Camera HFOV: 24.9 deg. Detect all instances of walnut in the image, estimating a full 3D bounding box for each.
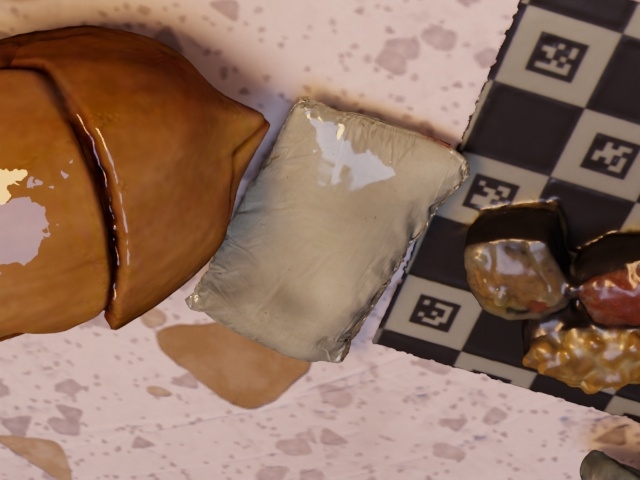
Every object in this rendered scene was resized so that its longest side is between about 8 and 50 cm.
[{"bbox_3d":[-0.178,-0.041,0.924,0.298,0.203,0.203,-19,128,2],"label":"walnut"}]

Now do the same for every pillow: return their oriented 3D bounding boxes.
[{"bbox_3d":[0.000,0.000,1.020,0.128,0.051,0.229,23,130,-11],"label":"pillow"}]

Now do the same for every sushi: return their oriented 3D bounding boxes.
[{"bbox_3d":[0.243,0.024,0.992,0.343,0.064,0.359,16,132,-5],"label":"sushi"}]

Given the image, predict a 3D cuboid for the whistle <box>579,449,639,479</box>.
[{"bbox_3d":[0.353,0.266,1.135,0.348,0.189,0.189,41,127,-8],"label":"whistle"}]
